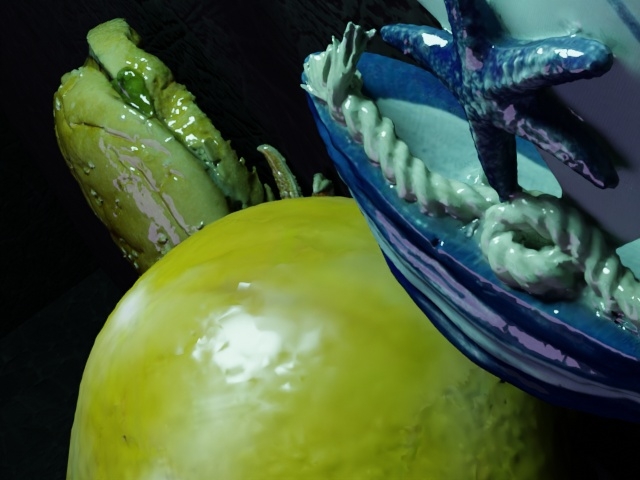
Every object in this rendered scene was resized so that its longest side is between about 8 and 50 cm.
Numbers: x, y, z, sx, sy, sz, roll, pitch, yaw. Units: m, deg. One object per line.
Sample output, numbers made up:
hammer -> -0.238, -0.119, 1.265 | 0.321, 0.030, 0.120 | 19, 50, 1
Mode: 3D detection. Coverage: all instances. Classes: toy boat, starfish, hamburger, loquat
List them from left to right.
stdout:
hamburger -> -0.130, -0.041, 1.275 | 0.285, 0.134, 0.265 | 49, 178, 4
loquat -> -0.014, 0.140, 0.853 | 0.328, 0.359, 0.328 | -17, -90, -85
starfish -> 0.000, 0.000, 1.150 | 0.176, 0.053, 0.208 | 61, 165, 14
toy boat -> 0.070, -0.055, 0.462 | 0.210, 0.070, 0.291 | 13, 137, 37
